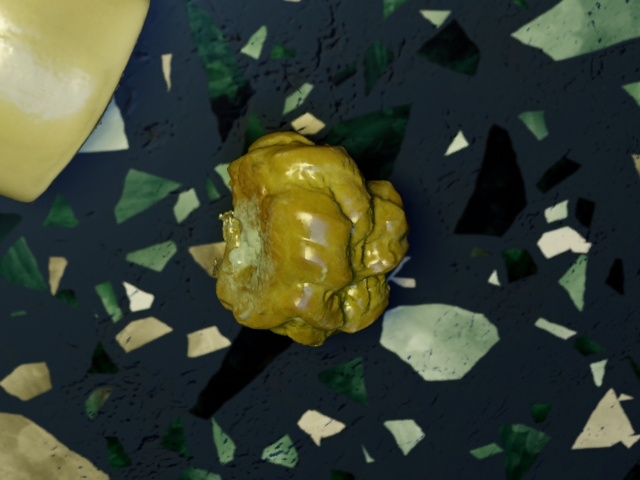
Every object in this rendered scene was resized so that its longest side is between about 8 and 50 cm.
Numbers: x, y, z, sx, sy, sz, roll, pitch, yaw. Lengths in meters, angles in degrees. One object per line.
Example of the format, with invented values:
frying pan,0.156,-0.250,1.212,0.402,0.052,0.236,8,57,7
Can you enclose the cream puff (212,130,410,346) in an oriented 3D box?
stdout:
cream puff,0.003,0.002,1.606,0.194,0.195,0.221,3,117,-13

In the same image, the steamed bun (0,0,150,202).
steamed bun,-0.285,-0.162,1.477,0.200,0.155,0.250,27,103,-21
